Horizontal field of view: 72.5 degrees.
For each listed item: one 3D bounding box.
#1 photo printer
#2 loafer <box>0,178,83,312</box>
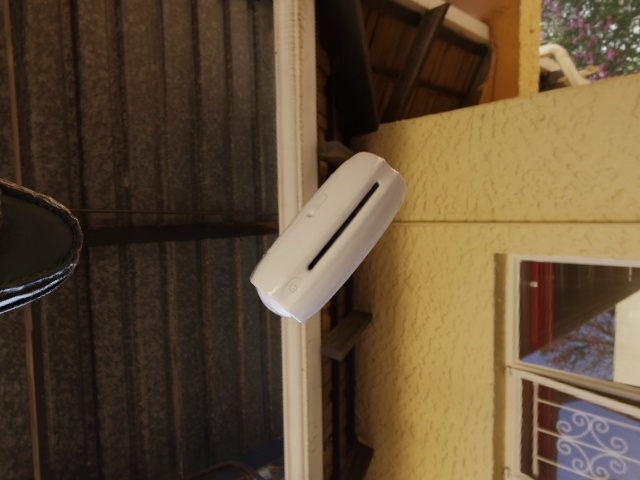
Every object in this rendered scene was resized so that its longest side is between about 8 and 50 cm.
[{"bbox_3d":[0.000,0.000,0.673,0.107,0.307,0.256,40,-100,-5],"label":"photo printer"},{"bbox_3d":[-0.243,-0.002,0.189,0.267,0.084,0.096,4,-103,-43],"label":"loafer"}]
